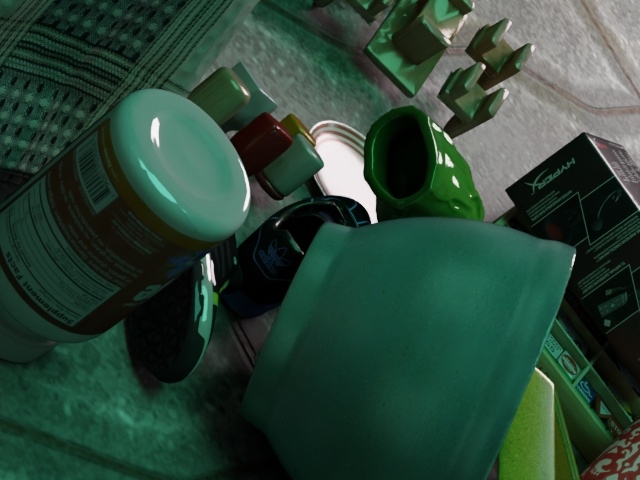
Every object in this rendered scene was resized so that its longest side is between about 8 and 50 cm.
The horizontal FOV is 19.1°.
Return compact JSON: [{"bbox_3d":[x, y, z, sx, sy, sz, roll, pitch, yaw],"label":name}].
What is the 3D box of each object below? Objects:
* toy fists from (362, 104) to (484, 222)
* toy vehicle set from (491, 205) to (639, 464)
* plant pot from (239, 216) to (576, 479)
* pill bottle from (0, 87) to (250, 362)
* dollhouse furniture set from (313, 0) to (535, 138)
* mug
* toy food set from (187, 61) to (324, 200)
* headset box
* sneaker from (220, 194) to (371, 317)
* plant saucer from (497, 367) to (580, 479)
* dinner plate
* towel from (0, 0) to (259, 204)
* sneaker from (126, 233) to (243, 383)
[{"bbox_3d":[0.105,0.016,1.776,0.142,0.096,0.279,38,38,-53],"label":"toy fists"},{"bbox_3d":[0.246,0.098,1.972,0.267,0.035,0.166,53,31,-1],"label":"toy vehicle set"},{"bbox_3d":[0.056,0.099,1.517,0.196,0.293,0.293,24,33,3],"label":"plant pot"},{"bbox_3d":[-0.161,-0.003,1.349,0.121,0.216,0.121,34,37,-30],"label":"pill bottle"},{"bbox_3d":[0.114,-0.253,2.095,0.212,0.161,0.242,44,54,-15],"label":"dollhouse furniture set"},{"bbox_3d":[0.325,0.244,1.838,0.169,0.113,0.150,-33,108,-39],"label":"mug"},{"bbox_3d":[-0.088,-0.092,1.689,0.111,0.104,0.232,57,10,32],"label":"toy food set"},{"bbox_3d":[0.343,0.037,2.031,0.293,0.110,0.218,56,15,11],"label":"headset box"},{"bbox_3d":[0.000,0.000,1.682,0.081,0.090,0.232,54,33,1],"label":"sneaker"},{"bbox_3d":[0.199,0.219,1.691,0.188,0.045,0.188,-82,159,-49],"label":"plant saucer"},{"bbox_3d":[0.034,-0.055,1.859,0.141,0.017,0.141,34,35,-28],"label":"dinner plate"},{"bbox_3d":[-0.169,-0.141,1.332,0.056,0.324,0.312,46,11,21],"label":"towel"},{"bbox_3d":[-0.095,0.023,1.542,0.097,0.084,0.235,32,37,-33],"label":"sneaker"}]
